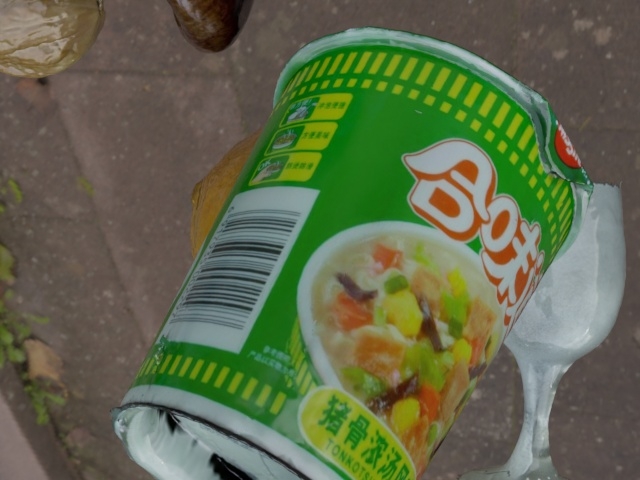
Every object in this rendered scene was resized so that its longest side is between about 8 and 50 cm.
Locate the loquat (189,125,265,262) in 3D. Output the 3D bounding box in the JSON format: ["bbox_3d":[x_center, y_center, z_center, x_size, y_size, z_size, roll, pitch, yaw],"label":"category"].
[{"bbox_3d":[0.000,0.000,0.743,0.234,0.176,0.187,25,104,17],"label":"loquat"}]

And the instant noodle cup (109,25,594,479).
[{"bbox_3d":[0.012,0.035,0.492,0.207,0.233,0.207,23,147,15],"label":"instant noodle cup"}]

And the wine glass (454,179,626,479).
[{"bbox_3d":[0.208,0.097,0.855,0.143,0.143,0.321,8,95,16],"label":"wine glass"}]

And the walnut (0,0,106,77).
[{"bbox_3d":[-0.232,-0.181,0.719,0.124,0.105,0.105,-10,129,4],"label":"walnut"}]

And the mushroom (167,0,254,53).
[{"bbox_3d":[-0.147,-0.195,0.502,0.217,0.148,0.227,-15,129,-7],"label":"mushroom"}]
